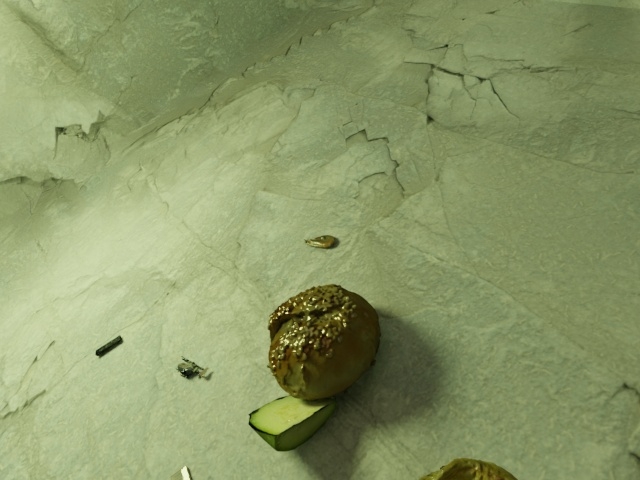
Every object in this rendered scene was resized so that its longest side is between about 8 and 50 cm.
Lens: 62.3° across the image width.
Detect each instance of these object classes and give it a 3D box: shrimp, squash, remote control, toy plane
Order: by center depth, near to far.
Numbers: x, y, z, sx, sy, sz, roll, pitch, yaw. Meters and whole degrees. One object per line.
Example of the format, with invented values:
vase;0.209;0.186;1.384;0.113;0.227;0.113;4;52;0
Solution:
squash;-0.069;0.425;1.225;0.192;0.085;0.184;-17;5;-35
toy plane;-0.364;0.361;1.485;0.121;0.031;0.049;10;45;39
shrimp;0.000;0.000;1.659;0.108;0.023;0.059;8;43;35
remote control;-0.675;0.337;1.690;0.091;0.016;0.034;-33;25;-6

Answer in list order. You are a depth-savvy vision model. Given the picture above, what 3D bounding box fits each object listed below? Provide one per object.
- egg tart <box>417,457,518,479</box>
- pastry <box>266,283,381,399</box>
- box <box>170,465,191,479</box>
egg tart;0.265;0.500;0.927;0.241;0.106;0.241;-10;37;8
pastry;-0.001;0.220;1.284;0.284;0.184;0.315;-10;32;21
box;-0.325;0.581;1.251;0.046;0.012;0.083;-34;41;-7
